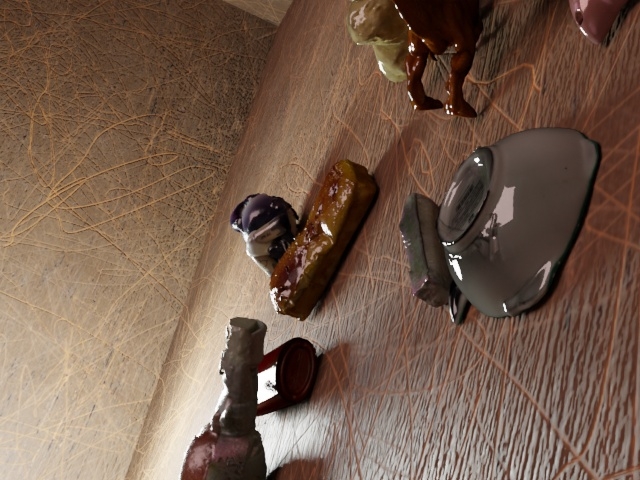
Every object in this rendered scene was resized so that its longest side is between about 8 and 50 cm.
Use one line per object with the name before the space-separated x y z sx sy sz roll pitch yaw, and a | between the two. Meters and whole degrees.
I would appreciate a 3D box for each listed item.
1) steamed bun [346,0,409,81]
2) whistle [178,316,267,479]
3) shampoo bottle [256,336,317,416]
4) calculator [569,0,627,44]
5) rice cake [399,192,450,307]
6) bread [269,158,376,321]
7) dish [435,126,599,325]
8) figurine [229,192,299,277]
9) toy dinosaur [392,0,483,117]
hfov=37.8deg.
steamed bun | 0.131 -0.388 1.389 0.295 0.137 0.292 11 -102 -62
whistle | -0.137 0.287 1.404 0.133 0.142 0.346 18 105 35
shampoo bottle | -0.077 0.226 1.500 0.260 0.064 0.102 140 144 -65
calculator | 0.318 -0.362 0.923 0.220 0.048 0.330 127 163 -55
rice cake | 0.125 0.005 1.101 0.036 0.047 0.207 -44 24 24
bread | 0.001 0.001 1.538 0.271 0.077 0.139 -60 18 20
dish | 0.163 -0.021 0.905 0.246 0.078 0.224 125 161 -44
figurine | -0.113 -0.021 1.919 0.145 0.145 0.222 -63 15 20
toy dinosaur | 0.147 -0.256 1.170 0.432 0.097 0.208 -14 -76 -71
